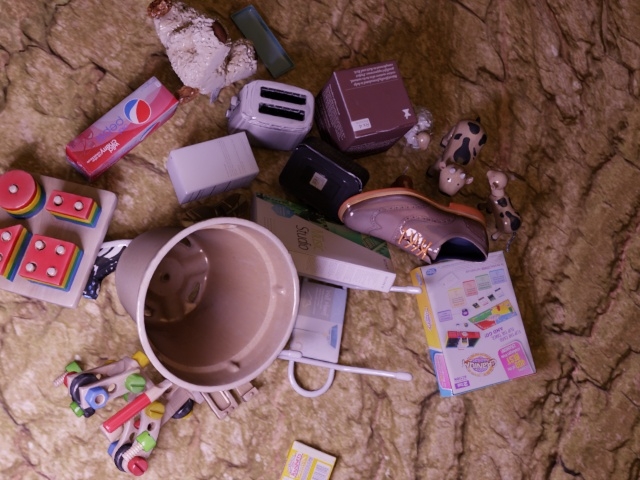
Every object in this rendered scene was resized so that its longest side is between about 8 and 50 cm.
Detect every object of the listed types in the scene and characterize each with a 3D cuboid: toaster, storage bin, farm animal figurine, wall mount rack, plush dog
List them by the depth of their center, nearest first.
[{"bbox_3d":[0.061,0.189,1.761,0.304,0.130,0.350,14,74,-17],"label":"wall mount rack"},{"bbox_3d":[-0.299,-0.458,1.784,0.210,0.262,0.225,-35,76,16],"label":"plush dog"},{"bbox_3d":[0.009,-0.146,1.805,0.180,0.122,0.084,33,27,2],"label":"storage bin"},{"bbox_3d":[-0.105,-0.293,1.816,0.227,0.146,0.129,10,75,-15],"label":"toaster"},{"bbox_3d":[0.351,-0.162,1.901,0.330,0.172,0.326,12,73,-10],"label":"farm animal figurine"}]

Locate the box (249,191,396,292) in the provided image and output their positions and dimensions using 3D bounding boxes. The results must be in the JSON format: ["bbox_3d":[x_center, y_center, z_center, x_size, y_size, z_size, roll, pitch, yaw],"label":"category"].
[{"bbox_3d":[0.000,0.000,1.752,0.322,0.058,0.232,14,29,-15],"label":"box"}]

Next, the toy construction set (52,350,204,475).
[{"bbox_3d":[-0.344,0.306,1.531,0.237,0.309,0.257,-36,97,-26],"label":"toy construction set"}]

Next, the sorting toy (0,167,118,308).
[{"bbox_3d":[-0.588,-0.019,1.588,0.255,0.089,0.257,14,72,8],"label":"sorting toy"}]

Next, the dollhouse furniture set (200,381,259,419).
[{"bbox_3d":[-0.188,0.283,1.664,0.151,0.123,0.144,-35,89,-21],"label":"dollhouse furniture set"}]

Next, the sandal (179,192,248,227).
[{"bbox_3d":[-0.245,-0.055,1.773,0.180,0.049,0.072,-29,92,-36],"label":"sandal"}]

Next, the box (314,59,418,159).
[{"bbox_3d":[0.099,-0.304,1.851,0.168,0.203,0.167,-15,81,-20],"label":"box"}]

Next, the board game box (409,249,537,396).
[{"bbox_3d":[0.373,0.200,1.888,0.242,0.064,0.316,-10,80,-19],"label":"board game box"}]

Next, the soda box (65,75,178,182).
[{"bbox_3d":[-0.444,-0.248,1.730,0.083,0.092,0.263,46,69,-4],"label":"soda box"}]

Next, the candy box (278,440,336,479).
[{"bbox_3d":[-0.049,0.557,1.693,0.105,0.027,0.206,25,71,-8],"label":"candy box"}]

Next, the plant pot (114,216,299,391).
[{"bbox_3d":[-0.263,0.099,1.557,0.334,0.305,0.334,-7,102,-33],"label":"plant pot"}]

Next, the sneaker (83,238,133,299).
[{"bbox_3d":[-0.461,0.066,1.664,0.217,0.079,0.121,-5,82,-10],"label":"sneaker"}]

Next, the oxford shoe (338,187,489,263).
[{"bbox_3d":[0.221,-0.026,1.763,0.364,0.130,0.132,7,45,-11],"label":"oxford shoe"}]

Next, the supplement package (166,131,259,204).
[{"bbox_3d":[-0.248,-0.165,1.763,0.179,0.105,0.105,-18,84,-21],"label":"supplement package"}]

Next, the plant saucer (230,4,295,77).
[{"bbox_3d":[-0.144,-0.494,1.921,0.067,0.018,0.192,-35,90,-21],"label":"plant saucer"}]
